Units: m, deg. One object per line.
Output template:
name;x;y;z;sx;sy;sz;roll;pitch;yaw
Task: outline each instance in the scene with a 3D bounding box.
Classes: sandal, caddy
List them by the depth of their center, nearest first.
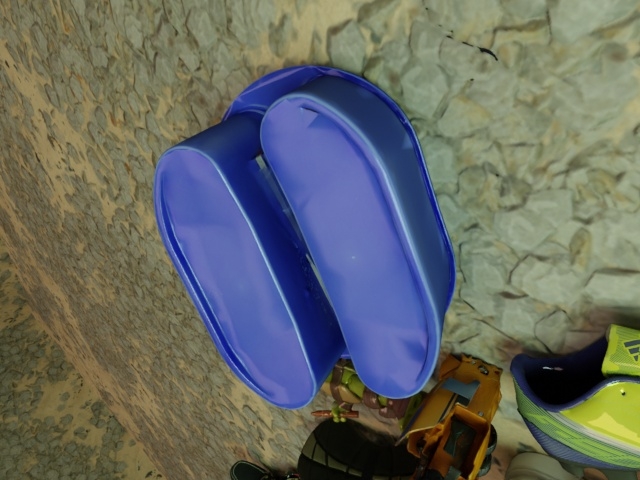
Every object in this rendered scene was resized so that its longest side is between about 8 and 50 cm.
caddy;0.000;0.000;0.422;0.241;0.179;0.342;-15;106;22
sandal;0.077;0.373;0.642;0.302;0.120;0.086;-6;126;44

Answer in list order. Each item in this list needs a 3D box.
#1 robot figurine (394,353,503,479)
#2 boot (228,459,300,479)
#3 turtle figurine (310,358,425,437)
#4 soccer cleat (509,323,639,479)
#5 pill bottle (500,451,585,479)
robot figurine;0.101;0.260;0.406;0.085;0.291;0.211;18;126;34
boot;-0.111;0.585;0.977;0.236;0.085;0.179;31;132;16
turtle figurine;0.047;0.212;0.582;0.217;0.087;0.270;10;142;34
soccer cleat;0.277;0.112;0.297;0.289;0.093;0.121;-32;86;48
pill bottle;0.207;0.333;0.412;0.121;0.216;0.121;22;129;31
